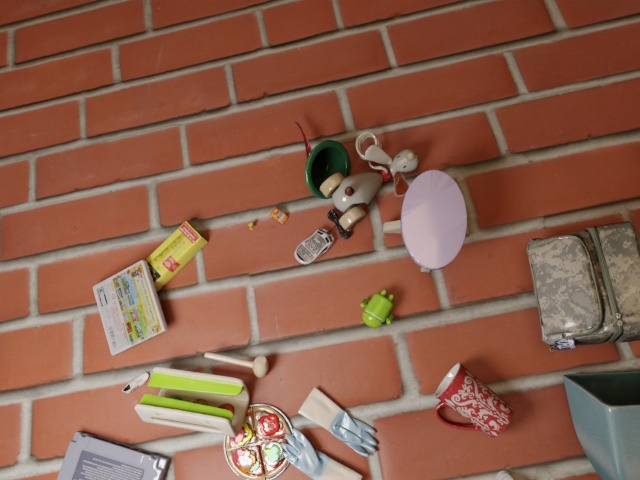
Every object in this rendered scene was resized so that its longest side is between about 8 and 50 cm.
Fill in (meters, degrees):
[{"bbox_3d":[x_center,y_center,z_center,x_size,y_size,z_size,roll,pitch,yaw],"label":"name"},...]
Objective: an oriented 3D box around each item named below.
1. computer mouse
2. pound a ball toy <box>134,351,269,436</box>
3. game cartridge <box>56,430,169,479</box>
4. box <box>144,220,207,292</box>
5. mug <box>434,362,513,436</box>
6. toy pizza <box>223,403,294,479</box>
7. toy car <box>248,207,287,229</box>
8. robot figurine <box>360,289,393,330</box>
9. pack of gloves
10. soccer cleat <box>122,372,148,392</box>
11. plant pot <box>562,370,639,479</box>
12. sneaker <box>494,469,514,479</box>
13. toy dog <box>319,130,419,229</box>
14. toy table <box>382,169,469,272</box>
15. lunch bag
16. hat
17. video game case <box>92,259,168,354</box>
[{"bbox_3d":[0.000,0.000,1.429,0.193,0.042,0.106,-40,76,-12],"label":"computer mouse"},{"bbox_3d":[-0.313,0.423,1.307,0.319,0.136,0.208,4,45,11],"label":"pound a ball toy"},{"bbox_3d":[-0.580,0.665,1.291,0.294,0.060,0.196,11,71,11],"label":"game cartridge"},{"bbox_3d":[-0.470,0.054,1.465,0.232,0.058,0.087,-44,71,-7],"label":"box"},{"bbox_3d":[0.393,0.426,1.221,0.169,0.150,0.113,36,44,12],"label":"mug"},{"bbox_3d":[-0.171,0.553,1.280,0.201,0.032,0.201,-2,72,7],"label":"toy pizza"},{"bbox_3d":[-0.165,-0.060,1.469,0.122,0.040,0.060,-35,71,-4],"label":"toy car"},{"bbox_3d":[0.163,0.197,1.328,0.101,0.067,0.115,32,79,7],"label":"robot figurine"},{"bbox_3d":[0.024,0.547,1.261,0.232,0.046,0.195,32,68,13],"label":"pack of gloves"},{"bbox_3d":[-0.542,0.418,1.372,0.083,0.036,0.029,-36,71,-4],"label":"soccer cleat"},{"bbox_3d":[0.744,0.461,1.079,0.247,0.247,0.253,-5,89,6],"label":"plant pot"},{"bbox_3d":[0.435,0.644,1.153,0.053,0.061,0.152,25,79,13],"label":"sneaker"},{"bbox_3d":[0.152,-0.186,1.380,0.220,0.161,0.334,35,77,1],"label":"toy dog"},{"bbox_3d":[0.307,-0.043,1.326,0.252,0.161,0.275,14,78,7],"label":"toy table"},{"bbox_3d":[0.690,0.124,1.214,0.255,0.212,0.305,-11,70,22],"label":"lunch bag"},{"bbox_3d":[-0.021,-0.247,1.507,0.183,0.173,0.209,20,82,51],"label":"hat"},{"bbox_3d":[-0.577,0.203,1.413,0.206,0.026,0.227,-26,76,16],"label":"video game case"}]
